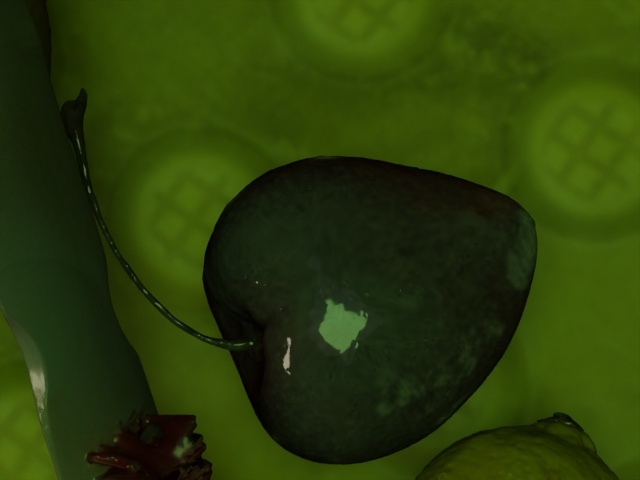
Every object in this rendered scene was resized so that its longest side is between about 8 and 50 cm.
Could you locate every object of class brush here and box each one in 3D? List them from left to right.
[{"bbox_3d":[-0.086,0.053,0.710,0.050,0.060,0.321,-2,111,41],"label":"brush"}]

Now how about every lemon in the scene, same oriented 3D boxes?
[{"bbox_3d":[0.080,0.134,0.737,0.109,0.109,0.133,24,76,3],"label":"lemon"}]

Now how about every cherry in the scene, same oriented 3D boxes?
[{"bbox_3d":[0.006,-0.003,0.752,0.148,0.115,0.188,-28,78,18],"label":"cherry"}]

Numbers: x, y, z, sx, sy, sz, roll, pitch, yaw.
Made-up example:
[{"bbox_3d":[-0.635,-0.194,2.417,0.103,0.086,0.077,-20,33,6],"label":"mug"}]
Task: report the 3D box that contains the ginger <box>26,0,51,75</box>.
[{"bbox_3d":[-0.225,-0.107,0.754,0.304,0.155,0.245,-22,77,-10],"label":"ginger"}]
